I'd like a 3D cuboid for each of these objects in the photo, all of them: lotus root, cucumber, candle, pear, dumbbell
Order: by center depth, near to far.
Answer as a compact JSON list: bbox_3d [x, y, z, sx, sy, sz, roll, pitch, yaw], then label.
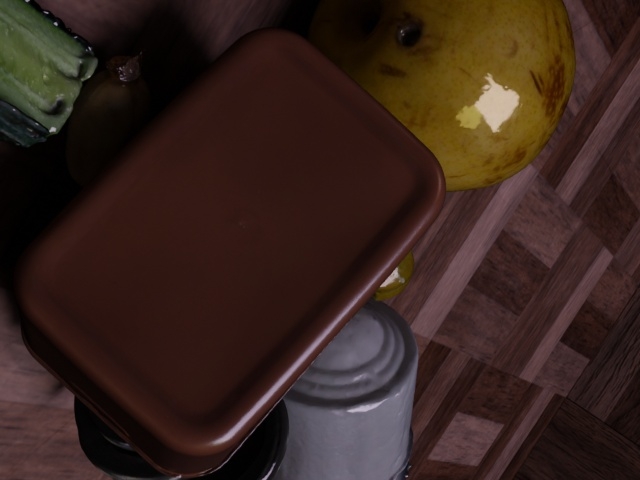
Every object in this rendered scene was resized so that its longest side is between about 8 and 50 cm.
[{"bbox_3d":[-0.246,-0.130,0.794,0.193,0.085,0.115,43,38,-60],"label":"cucumber"},{"bbox_3d":[-0.182,-0.100,0.933,0.073,0.062,0.150,-33,153,-51],"label":"lotus root"},{"bbox_3d":[0.124,-0.184,1.114,0.280,0.280,0.281,-37,146,-31],"label":"pear"},{"bbox_3d":[-0.143,0.185,1.155,0.192,0.192,0.290,-49,151,-13],"label":"dumbbell"},{"bbox_3d":[0.016,0.195,1.381,0.221,0.221,0.343,-34,144,-35],"label":"candle"}]

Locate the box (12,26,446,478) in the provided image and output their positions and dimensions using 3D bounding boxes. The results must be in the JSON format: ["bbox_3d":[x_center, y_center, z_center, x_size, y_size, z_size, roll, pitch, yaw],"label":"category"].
[{"bbox_3d":[-0.080,0.016,0.946,0.339,0.239,0.229,-47,178,-16],"label":"box"}]

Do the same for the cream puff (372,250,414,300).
[{"bbox_3d":[0.003,0.004,1.222,0.195,0.194,0.221,-50,146,-12],"label":"cream puff"}]
